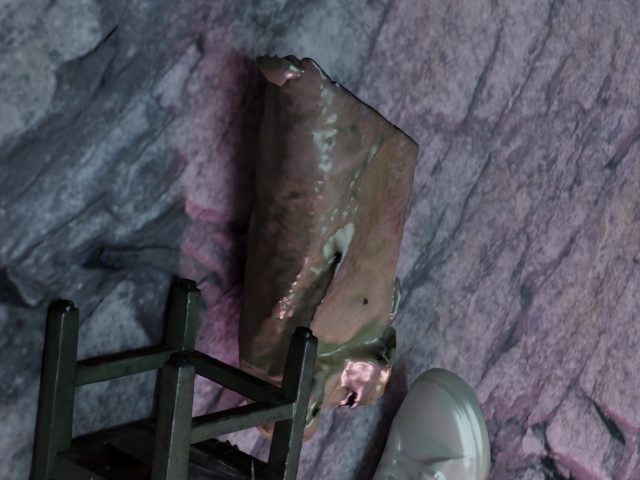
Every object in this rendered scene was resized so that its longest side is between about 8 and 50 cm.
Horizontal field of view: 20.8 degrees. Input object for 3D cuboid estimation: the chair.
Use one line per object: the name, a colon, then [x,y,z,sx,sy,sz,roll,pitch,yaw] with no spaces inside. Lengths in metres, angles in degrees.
chair: [-0.112,0.178,1.220,0.147,0.136,0.270,-9,112,-49]

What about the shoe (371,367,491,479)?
shoe: [0.075,0.246,1.540,0.110,0.095,0.265,-21,125,-46]

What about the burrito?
burrito: [0.005,-0.006,1.319,0.175,0.107,0.348,-46,143,-53]
